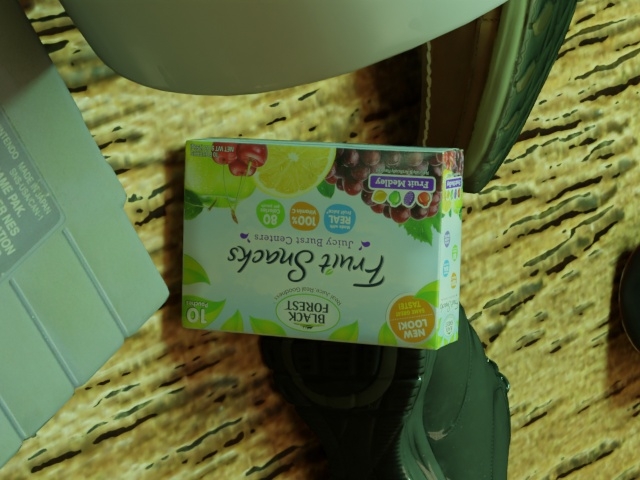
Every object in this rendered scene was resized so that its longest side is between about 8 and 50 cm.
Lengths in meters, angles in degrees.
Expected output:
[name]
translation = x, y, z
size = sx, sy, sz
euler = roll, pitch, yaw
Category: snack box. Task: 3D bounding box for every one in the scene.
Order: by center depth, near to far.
[snack box]
translation = 0.000, 0.000, 0.998
size = 0.037, 0.141, 0.100
euler = -15, 107, -67

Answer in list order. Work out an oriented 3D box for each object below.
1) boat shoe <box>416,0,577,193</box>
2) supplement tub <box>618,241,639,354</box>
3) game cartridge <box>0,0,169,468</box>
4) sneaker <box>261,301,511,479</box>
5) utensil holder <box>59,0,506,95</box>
[boat shoe]
translation = 0.087, -0.190, 1.084
size = 0.122, 0.120, 0.324
euler = -44, 147, -61
[supplement tub]
translation = 0.299, 0.044, 1.335
size = 0.198, 0.106, 0.106
euler = 7, 90, -46
[game cartridge]
translation = -0.219, -0.046, 0.831
size = 0.230, 0.068, 0.355
euler = -49, 126, -35
[sneaker]
translation = 0.049, 0.081, 1.103
size = 0.130, 0.109, 0.286
euler = -37, 127, -48
[utensil holder]
translation = -0.053, -0.297, 0.784
size = 0.327, 0.327, 0.385
euler = -50, 130, -29
